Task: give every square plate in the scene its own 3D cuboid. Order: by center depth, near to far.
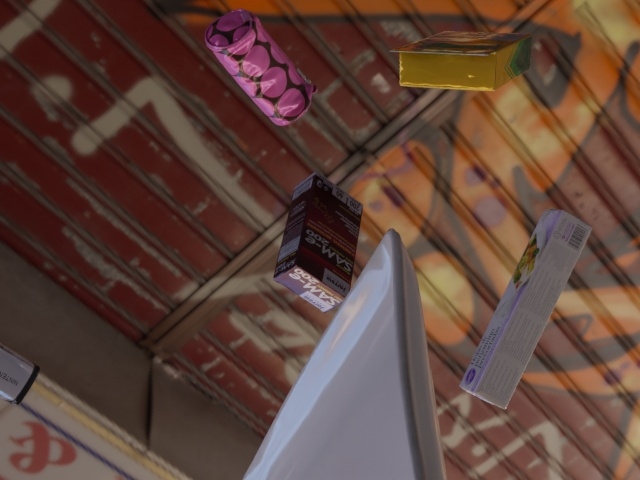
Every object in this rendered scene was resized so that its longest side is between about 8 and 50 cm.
[{"bbox_3d":[0.004,0.221,0.584,0.049,0.344,0.347,18,-145,-13],"label":"square plate"}]

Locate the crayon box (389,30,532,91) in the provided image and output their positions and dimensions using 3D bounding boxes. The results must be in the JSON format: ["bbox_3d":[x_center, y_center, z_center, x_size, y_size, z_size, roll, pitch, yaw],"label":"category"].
[{"bbox_3d":[0.295,-0.371,1.744,0.323,0.203,0.083,-34,-52,-56],"label":"crayon box"}]

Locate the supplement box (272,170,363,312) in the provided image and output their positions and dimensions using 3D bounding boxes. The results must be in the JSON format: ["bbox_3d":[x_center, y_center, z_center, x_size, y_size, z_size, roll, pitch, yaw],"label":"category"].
[{"bbox_3d":[0.000,0.000,1.586,0.130,0.073,0.240,34,-135,-26],"label":"supplement box"}]

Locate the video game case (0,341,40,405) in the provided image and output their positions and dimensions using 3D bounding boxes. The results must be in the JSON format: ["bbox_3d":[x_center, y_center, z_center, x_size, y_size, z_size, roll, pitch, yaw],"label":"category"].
[{"bbox_3d":[-0.355,0.011,0.559,0.274,0.035,0.248,19,159,23],"label":"video game case"}]

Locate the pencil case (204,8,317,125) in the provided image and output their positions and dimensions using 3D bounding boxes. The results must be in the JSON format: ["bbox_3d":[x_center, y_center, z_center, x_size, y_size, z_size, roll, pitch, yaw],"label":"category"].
[{"bbox_3d":[-0.095,-0.287,1.394,0.209,0.098,0.095,43,-151,-46],"label":"pencil case"}]

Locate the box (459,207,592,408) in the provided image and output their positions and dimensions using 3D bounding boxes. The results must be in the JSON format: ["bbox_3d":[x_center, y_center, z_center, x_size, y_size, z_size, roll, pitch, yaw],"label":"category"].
[{"bbox_3d":[0.325,0.105,1.340,0.067,0.324,0.063,27,175,-13],"label":"box"}]
